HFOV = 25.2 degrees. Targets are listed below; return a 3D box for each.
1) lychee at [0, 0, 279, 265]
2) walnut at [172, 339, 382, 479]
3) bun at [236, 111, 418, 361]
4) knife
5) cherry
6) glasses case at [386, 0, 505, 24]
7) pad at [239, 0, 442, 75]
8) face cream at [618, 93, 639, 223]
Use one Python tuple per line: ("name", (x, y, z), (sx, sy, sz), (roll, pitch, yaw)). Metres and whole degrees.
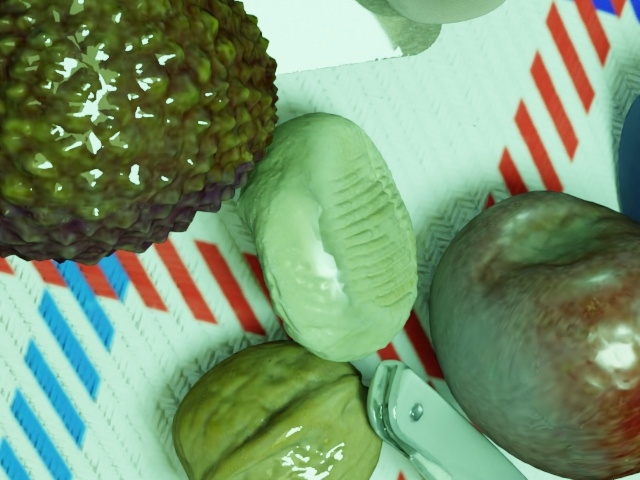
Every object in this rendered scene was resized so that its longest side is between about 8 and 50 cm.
("lychee", (-0.149, -0.104, 0.989), (0.271, 0.271, 0.271), (-3, 103, -14))
("walnut", (-0.030, 0.154, 1.119), (0.166, 0.149, 0.166), (3, 75, -10))
("bun", (0.000, 0.000, 1.091), (0.111, 0.164, 0.188), (-17, 101, 26))
("knife", (0.112, 0.185, 1.155), (0.265, 0.040, 0.073), (49, 51, -42))
("cherry", (0.192, 0.089, 1.119), (0.206, 0.239, 0.239), (-23, 108, -33))
("glasses case", (0.078, -0.320, 1.074), (0.122, 0.075, 0.314), (-13, 102, -12))
("pad", (-0.036, -0.216, 1.109), (0.266, 0.002, 0.176), (-10, 104, -12))
("face cream", (0.392, -0.035, 1.130), (0.225, 0.249, 0.249), (-17, 106, -11))
